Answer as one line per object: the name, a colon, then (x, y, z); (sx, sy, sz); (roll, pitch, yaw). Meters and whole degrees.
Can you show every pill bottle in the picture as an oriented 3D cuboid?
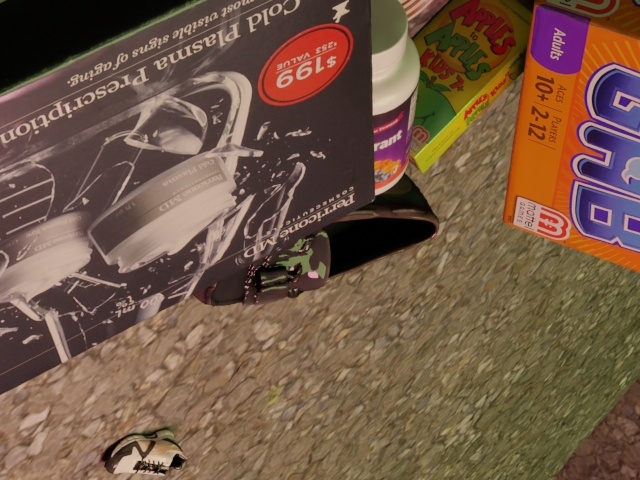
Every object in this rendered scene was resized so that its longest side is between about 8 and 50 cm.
pill bottle: (0.032, -0.132, 1.484); (0.108, 0.108, 0.193); (-37, 154, -23)

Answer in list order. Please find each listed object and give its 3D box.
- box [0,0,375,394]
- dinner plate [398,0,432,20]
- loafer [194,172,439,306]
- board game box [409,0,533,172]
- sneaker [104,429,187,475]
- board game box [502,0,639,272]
box: (-0.151, -0.092, 1.065); (0.343, 0.179, 0.312); (-27, 153, -12)
dinner plate: (0.082, -0.248, 1.500); (0.141, 0.017, 0.141); (-38, 154, -22)
loafer: (0.000, 0.000, 1.654); (0.302, 0.095, 0.109); (-26, 149, -40)
board game box: (0.127, -0.163, 1.617); (0.181, 0.092, 0.043); (-45, 156, -4)
sneaker: (-0.183, 0.230, 1.774); (0.109, 0.044, 0.040); (-10, 139, -52)
board game box: (0.413, -0.187, 1.600); (0.356, 0.356, 0.356); (87, 26, -59)
